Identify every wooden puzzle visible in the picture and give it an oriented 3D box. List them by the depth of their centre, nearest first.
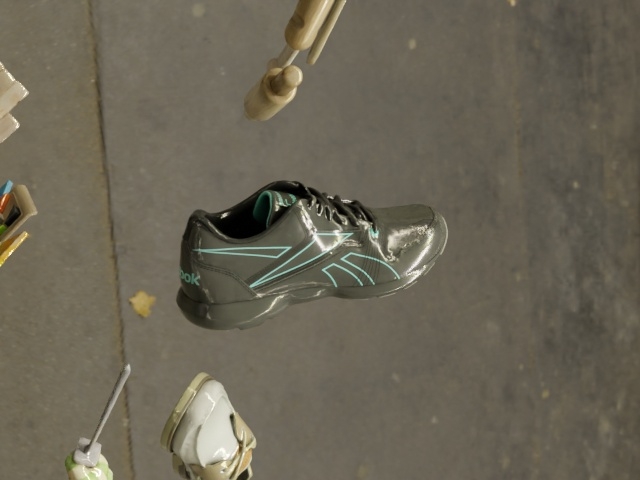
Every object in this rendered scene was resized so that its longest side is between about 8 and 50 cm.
[{"bbox_3d":[-0.293,-0.016,0.808,0.078,0.116,0.014,-46,128,-8],"label":"wooden puzzle"}]

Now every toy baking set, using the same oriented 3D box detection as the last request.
[{"bbox_3d":[-0.009,-0.195,0.733,0.030,0.256,0.196,23,87,-13],"label":"toy baking set"}]

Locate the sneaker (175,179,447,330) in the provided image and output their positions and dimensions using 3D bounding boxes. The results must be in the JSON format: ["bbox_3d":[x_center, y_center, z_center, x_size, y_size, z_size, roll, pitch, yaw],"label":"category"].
[{"bbox_3d":[0.000,0.000,0.797,0.267,0.101,0.106,-15,120,-24],"label":"sneaker"}]

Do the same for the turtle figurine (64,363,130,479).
[{"bbox_3d":[-0.278,0.169,0.699,0.198,0.266,0.274,-17,100,-37],"label":"turtle figurine"}]

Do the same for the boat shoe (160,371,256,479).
[{"bbox_3d":[-0.136,0.264,1.170,0.113,0.103,0.302,-57,168,-23],"label":"boat shoe"}]

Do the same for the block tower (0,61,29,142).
[{"bbox_3d":[-0.429,-0.223,0.848,0.091,0.097,0.335,-49,115,-18],"label":"block tower"}]
